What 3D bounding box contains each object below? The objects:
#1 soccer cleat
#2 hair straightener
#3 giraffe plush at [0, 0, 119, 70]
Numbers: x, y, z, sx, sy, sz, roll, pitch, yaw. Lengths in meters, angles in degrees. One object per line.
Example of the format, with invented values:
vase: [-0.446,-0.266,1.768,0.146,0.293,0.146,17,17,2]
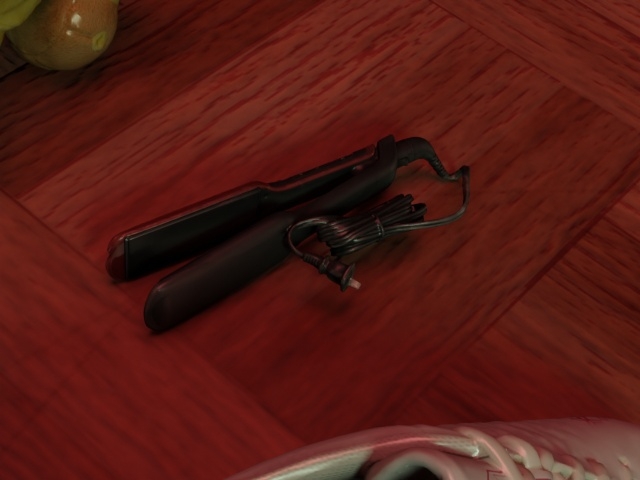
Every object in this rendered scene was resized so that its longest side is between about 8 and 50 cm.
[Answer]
soccer cleat: [0.067,0.126,0.489,0.331,0.143,0.116,-8,58,-33]
hair straightener: [0.000,0.000,0.691,0.230,0.047,0.089,-20,56,-29]
giraffe plush: [-0.186,-0.162,0.730,0.181,0.210,0.170,39,26,26]
